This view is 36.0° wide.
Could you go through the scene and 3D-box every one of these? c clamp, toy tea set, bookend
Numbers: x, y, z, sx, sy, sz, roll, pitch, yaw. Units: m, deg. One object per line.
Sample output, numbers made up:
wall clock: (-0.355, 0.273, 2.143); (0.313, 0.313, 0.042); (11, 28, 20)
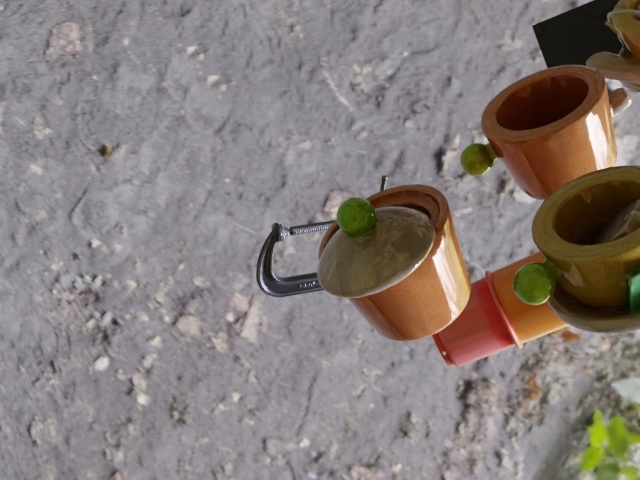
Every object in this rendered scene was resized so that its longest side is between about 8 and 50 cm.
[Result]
c clamp: (0.000, 0.000, 1.118); (0.160, 0.022, 0.137); (-14, 125, -20)
toy tea set: (0.142, -0.072, 0.506); (0.336, 0.200, 0.124); (-40, 122, -15)
bookend: (0.311, -0.212, 0.947); (0.156, 0.157, 0.072); (-31, 101, -54)

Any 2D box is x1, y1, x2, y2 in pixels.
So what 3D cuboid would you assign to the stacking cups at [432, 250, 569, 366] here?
stacking cups: (0.247, 0.027, 0.847); (0.316, 0.096, 0.096); (-26, 116, 15)
